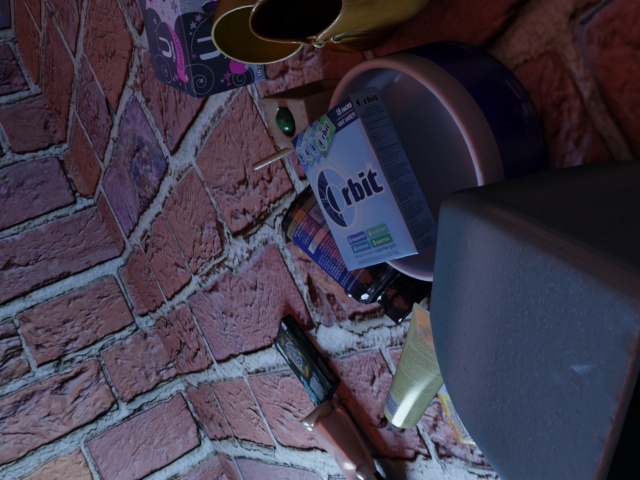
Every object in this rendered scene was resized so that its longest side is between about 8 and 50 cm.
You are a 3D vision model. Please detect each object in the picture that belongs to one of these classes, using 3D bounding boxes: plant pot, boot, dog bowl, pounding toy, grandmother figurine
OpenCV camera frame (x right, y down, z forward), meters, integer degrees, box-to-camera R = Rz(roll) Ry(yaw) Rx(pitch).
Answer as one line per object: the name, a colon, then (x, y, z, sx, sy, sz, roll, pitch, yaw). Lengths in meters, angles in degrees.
plant pot: (0.229, 0.057, 0.533, 0.252, 0.248, 0.247, 42, 138, 52)
boot: (0.008, -0.257, 0.688, 0.295, 0.211, 0.104, 4, 114, 58)
plant pot: (-0.090, -0.334, 0.899, 0.134, 0.134, 0.095, 141, 129, -61)
dog bowl: (0.126, -0.092, 0.731, 0.265, 0.104, 0.264, 40, 143, 39)
pounding toy: (-0.018, -0.162, 0.876, 0.130, 0.141, 0.100, 19, 128, 53)
grandmother figurine: (0.097, 0.479, 1.239, 0.342, 0.104, 0.208, 48, 175, 23)

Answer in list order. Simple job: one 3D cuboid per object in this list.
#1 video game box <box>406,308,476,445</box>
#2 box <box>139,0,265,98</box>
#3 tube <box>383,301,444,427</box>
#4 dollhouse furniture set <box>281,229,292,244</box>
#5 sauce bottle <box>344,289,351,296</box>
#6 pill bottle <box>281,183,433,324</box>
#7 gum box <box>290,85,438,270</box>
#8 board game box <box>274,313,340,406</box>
video game box: (0.222, 0.189, 0.850, 0.187, 0.048, 0.205, -18, 96, 64)
box: (-0.201, -0.379, 1.012, 0.163, 0.142, 0.247, 33, 138, 45)
tube: (0.144, 0.184, 0.875, 0.240, 0.070, 0.062, 100, 170, -47)
dollhouse furniture set: (0.000, 0.000, 1.004, 0.081, 0.114, 0.090, 30, 133, 41)
sauce bottle: (0.062, 0.047, 1.008, 0.042, 0.042, 0.128, 48, 145, 28)
pill bottle: (0.060, 0.011, 0.883, 0.219, 0.123, 0.122, 43, 147, 12)
gum box: (0.047, -0.063, 0.730, 0.157, 0.041, 0.184, -20, 94, 62)
board game box: (-0.034, 0.264, 1.350, 0.186, 0.026, 0.126, 51, 149, 24)
